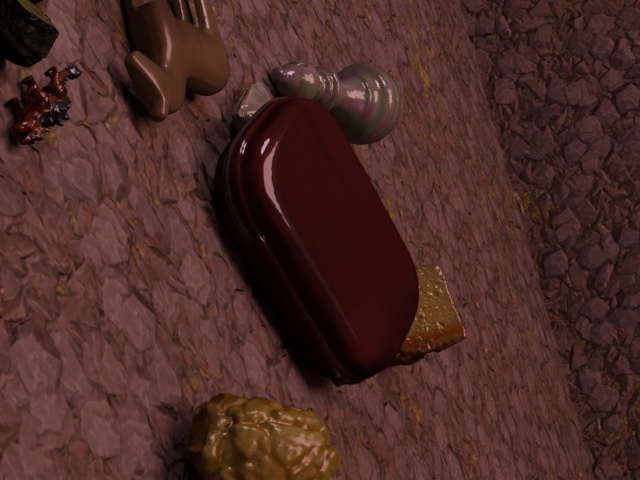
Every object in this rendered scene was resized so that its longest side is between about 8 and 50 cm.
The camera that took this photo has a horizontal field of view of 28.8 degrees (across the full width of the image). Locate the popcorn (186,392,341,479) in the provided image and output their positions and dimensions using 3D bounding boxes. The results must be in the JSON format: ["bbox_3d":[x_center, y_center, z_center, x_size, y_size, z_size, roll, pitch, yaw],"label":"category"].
[{"bbox_3d":[-0.066,0.229,1.339,0.173,0.174,0.142,-2,81,-69],"label":"popcorn"}]

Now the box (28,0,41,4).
[{"bbox_3d":[-0.334,-0.307,1.319,0.126,0.027,0.125,-61,131,-66],"label":"box"}]

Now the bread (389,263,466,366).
[{"bbox_3d":[0.151,0.123,1.998,0.127,0.152,0.147,32,42,-75],"label":"bread"}]

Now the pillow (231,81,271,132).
[{"bbox_3d":[-0.061,-0.113,1.800,0.229,0.051,0.128,66,24,-17],"label":"pillow"}]

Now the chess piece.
[{"bbox_3d":[0.009,-0.243,2.022,0.272,0.139,0.139,12,60,-55],"label":"chess piece"}]

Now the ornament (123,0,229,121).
[{"bbox_3d":[-0.190,-0.245,1.574,0.230,0.061,0.244,17,52,-63],"label":"ornament"}]

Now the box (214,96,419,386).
[{"bbox_3d":[0.000,0.000,1.713,0.404,0.108,0.263,61,38,-23],"label":"box"}]

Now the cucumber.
[{"bbox_3d":[-0.347,-0.236,1.178,0.078,0.062,0.211,43,8,37],"label":"cucumber"}]

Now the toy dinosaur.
[{"bbox_3d":[-0.278,-0.143,1.270,0.055,0.049,0.154,58,29,-24],"label":"toy dinosaur"}]
